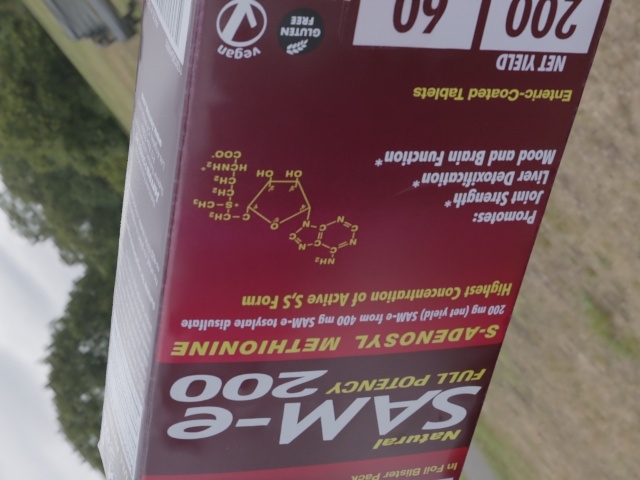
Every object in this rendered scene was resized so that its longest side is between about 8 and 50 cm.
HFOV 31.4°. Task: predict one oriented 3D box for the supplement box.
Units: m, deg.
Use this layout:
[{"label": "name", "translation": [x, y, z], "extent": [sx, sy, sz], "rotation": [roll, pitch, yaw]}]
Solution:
[{"label": "supplement box", "translation": [0.000, 0.000, 0.393], "extent": [0.073, 0.130, 0.239], "rotation": [-119, 33, -51]}]
